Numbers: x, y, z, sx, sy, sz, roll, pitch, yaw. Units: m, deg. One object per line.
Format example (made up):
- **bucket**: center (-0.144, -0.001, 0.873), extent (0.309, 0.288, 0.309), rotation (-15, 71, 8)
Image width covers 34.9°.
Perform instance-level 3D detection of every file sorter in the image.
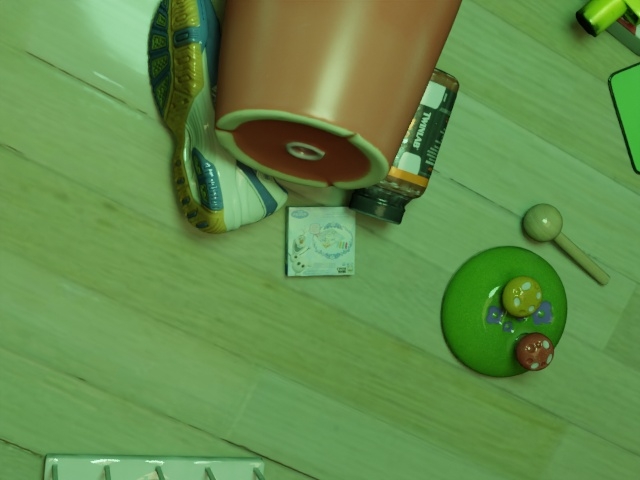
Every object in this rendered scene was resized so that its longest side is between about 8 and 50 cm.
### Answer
- **file sorter**: center (-0.200, 0.381, 1.238), extent (0.278, 0.173, 0.192), rotation (4, 96, -15)

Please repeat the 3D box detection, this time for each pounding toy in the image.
- **pounding toy**: center (0.283, 0.085, 1.354), extent (0.237, 0.110, 0.183), rotation (-46, 106, -4)

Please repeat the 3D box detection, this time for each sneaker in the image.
- **sneaker**: center (-0.119, -0.161, 1.232), extent (0.131, 0.112, 0.296), rotation (-15, 101, -33)

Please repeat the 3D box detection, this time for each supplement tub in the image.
- **supplement tub**: center (0.098, -0.123, 1.279), extent (0.106, 0.106, 0.197), rotation (16, 93, -16)

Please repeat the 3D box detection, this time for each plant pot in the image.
- **plant pot**: center (0.006, -0.203, 1.123), extent (0.275, 0.275, 0.243), rotation (18, 72, -16)

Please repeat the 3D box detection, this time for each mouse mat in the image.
- **mouse mat**: center (0.502, -0.193, 1.427), extent (0.190, 0.007, 0.152), rotation (-22, 103, -10)

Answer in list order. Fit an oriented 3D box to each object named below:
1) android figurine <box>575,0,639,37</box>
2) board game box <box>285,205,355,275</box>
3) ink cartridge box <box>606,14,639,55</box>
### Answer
- **android figurine**: center (0.417, -0.392, 1.301), extent (0.273, 0.056, 0.248), rotation (-41, 80, 2)
- **board game box**: center (0.000, 0.000, 1.314), extent (0.090, 0.020, 0.090), rotation (-1, 98, -14)
- **ink cartridge box**: center (0.443, -0.332, 1.365), extent (0.099, 0.056, 0.135), rotation (33, 89, -16)
